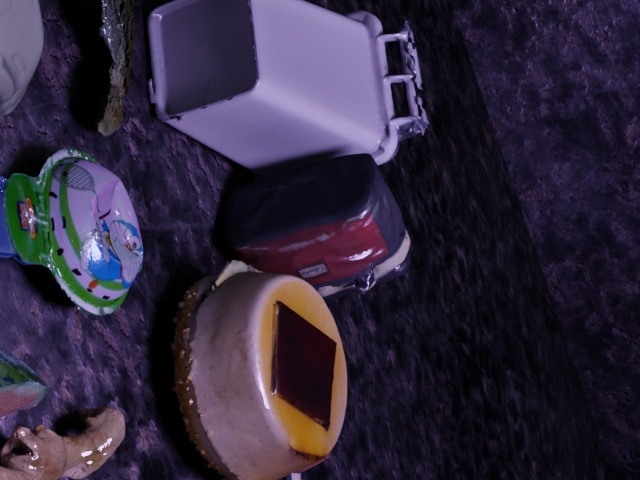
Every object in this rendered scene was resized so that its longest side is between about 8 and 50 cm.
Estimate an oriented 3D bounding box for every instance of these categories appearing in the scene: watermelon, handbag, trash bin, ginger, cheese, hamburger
[{"bbox_3d":[-0.338,0.146,1.601,0.101,0.080,0.155,47,15,23],"label":"watermelon"},{"bbox_3d":[0.000,0.000,2.196,0.181,0.254,0.181,-93,161,-47],"label":"handbag"},{"bbox_3d":[-0.052,-0.235,2.186,0.368,0.296,0.256,19,61,-57],"label":"trash bin"},{"bbox_3d":[-0.293,0.230,1.636,0.288,0.075,0.089,-31,101,-62],"label":"ginger"},{"bbox_3d":[-0.292,-0.014,1.738,0.320,0.083,0.204,15,64,-66],"label":"cheese"},{"bbox_3d":[-0.087,0.180,2.010,0.302,0.170,0.302,33,52,-55],"label":"hamburger"}]

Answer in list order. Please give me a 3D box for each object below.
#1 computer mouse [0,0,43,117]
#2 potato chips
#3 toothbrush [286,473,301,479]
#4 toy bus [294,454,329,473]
[{"bbox_3d":[-0.402,-0.279,1.552,0.429,0.145,0.228,42,43,-53],"label":"computer mouse"},{"bbox_3d":[-0.261,-0.236,1.928,0.202,0.029,0.220,85,10,-76],"label":"potato chips"},{"bbox_3d":[-0.036,0.377,2.197,0.028,0.037,0.375,19,59,-51],"label":"toothbrush"},{"bbox_3d":[-0.029,0.218,2.195,0.073,0.096,0.235,29,50,-34],"label":"toy bus"}]
